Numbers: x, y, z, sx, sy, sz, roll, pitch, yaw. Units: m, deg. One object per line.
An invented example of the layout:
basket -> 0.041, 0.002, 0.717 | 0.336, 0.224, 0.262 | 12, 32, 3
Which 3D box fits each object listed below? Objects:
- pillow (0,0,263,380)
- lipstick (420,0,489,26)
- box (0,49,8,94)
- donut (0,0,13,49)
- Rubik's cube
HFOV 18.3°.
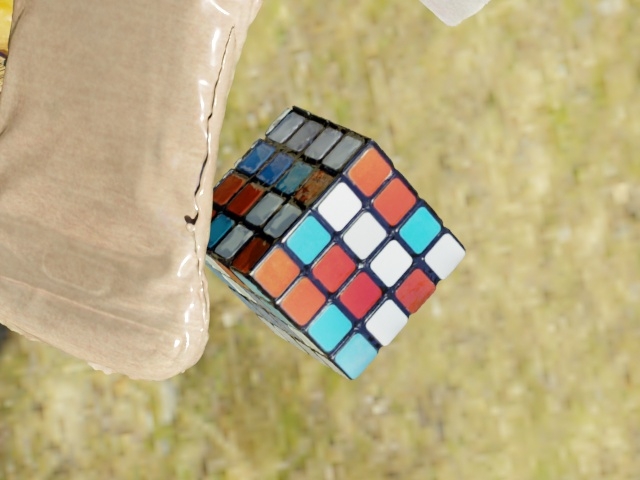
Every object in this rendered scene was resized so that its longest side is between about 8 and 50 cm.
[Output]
pillow -> -0.085, -0.052, 0.793 | 0.034, 0.135, 0.211 | -11, 117, -58
lipstick -> 0.004, -0.282, 1.387 | 0.317, 0.066, 0.068 | 41, 64, -11
box -> -0.346, -0.259, 1.851 | 0.301, 0.084, 0.193 | 27, 49, -61
donut -> -0.255, -0.269, 1.436 | 0.108, 0.277, 0.277 | -99, 162, -54
Rubik's cube -> 0.000, 0.000, 1.685 | 0.155, 0.154, 0.151 | -48, 121, -7
